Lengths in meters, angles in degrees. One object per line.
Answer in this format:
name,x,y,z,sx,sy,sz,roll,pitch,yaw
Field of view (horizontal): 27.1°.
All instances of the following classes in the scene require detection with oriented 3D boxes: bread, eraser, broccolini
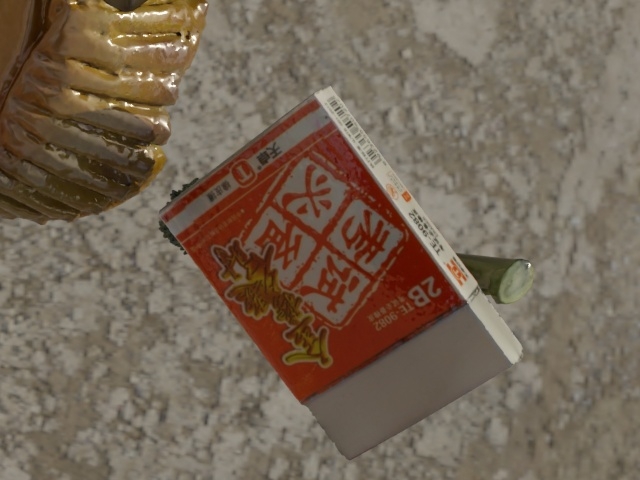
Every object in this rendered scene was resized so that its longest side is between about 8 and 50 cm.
bread,-0.222,-0.135,0.943,0.149,0.274,0.274,-36,112,-63
eraser,0.013,0.028,0.934,0.230,0.157,0.038,53,28,-3
broccolini,0.000,0.006,1.141,0.074,0.392,0.079,-44,125,-32

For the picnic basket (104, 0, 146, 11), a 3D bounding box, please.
picnic basket,-0.124,-0.236,0.765,0.138,0.128,0.178,41,31,-35
